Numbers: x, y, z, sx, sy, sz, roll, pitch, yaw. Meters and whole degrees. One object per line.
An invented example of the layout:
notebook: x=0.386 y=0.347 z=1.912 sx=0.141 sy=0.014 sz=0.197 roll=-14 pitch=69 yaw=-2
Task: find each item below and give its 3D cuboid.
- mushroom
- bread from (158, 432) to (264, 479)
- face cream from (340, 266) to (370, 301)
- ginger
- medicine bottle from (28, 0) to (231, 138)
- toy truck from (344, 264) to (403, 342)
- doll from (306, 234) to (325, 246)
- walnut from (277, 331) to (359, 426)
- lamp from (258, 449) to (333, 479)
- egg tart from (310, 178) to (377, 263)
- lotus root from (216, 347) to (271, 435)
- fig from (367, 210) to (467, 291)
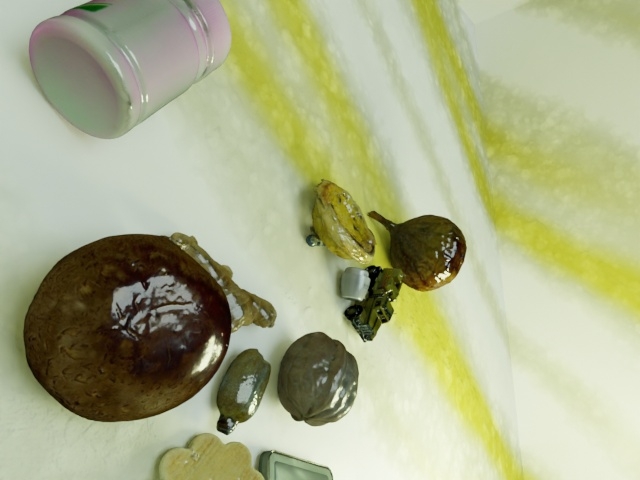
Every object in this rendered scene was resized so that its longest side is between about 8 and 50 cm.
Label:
mushroom: x=-0.313 y=0.152 z=0.839 sx=0.345 sy=0.239 sz=0.344 roll=6 pitch=76 yaw=-26
bread: x=-0.228 y=0.479 z=0.962 sx=0.181 sy=0.039 sz=0.251 roll=52 pitch=31 yaw=18
face cream: x=0.105 y=0.135 z=1.505 sx=0.091 sy=0.091 sz=0.095 roll=29 pitch=66 yaw=-47
ginger: x=-0.218 y=0.106 z=1.084 sx=0.333 sy=0.081 sz=0.147 roll=53 pitch=44 yaw=-23
medicine bottle: x=-0.339 y=-0.355 z=0.919 sx=0.212 sy=0.212 sz=0.325 roll=59 pitch=42 yaw=-26
toy truck: x=0.182 y=0.198 z=1.569 sx=0.127 sy=0.127 sz=0.257 roll=60 pitch=44 yaw=-27
doll: x=0.000 y=0.000 z=1.448 sx=0.125 sy=0.027 sz=0.037 roll=-3 pitch=76 yaw=-54
walnut: x=-0.005 y=0.343 z=1.223 sx=0.224 sy=0.224 sz=0.224 roll=17 pitch=68 yaw=-51
lamp: x=-0.048 y=0.653 z=1.149 sx=0.269 sy=0.047 sz=0.266 roll=40 pitch=35 yaw=-40
egg tart: x=0.051 y=-0.047 z=1.446 sx=0.291 sy=0.107 sz=0.290 roll=44 pitch=25 yaw=-27
lotus root: x=-0.173 y=0.334 z=1.084 sx=0.113 sy=0.088 sz=0.192 roll=59 pitch=41 yaw=-37
fig: x=0.314 y=0.010 z=1.739 sx=0.369 sy=0.286 sz=0.286 roll=27 pitch=54 yaw=-8
